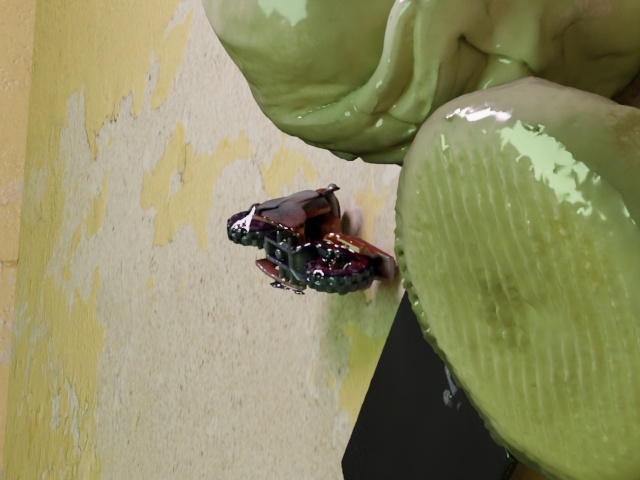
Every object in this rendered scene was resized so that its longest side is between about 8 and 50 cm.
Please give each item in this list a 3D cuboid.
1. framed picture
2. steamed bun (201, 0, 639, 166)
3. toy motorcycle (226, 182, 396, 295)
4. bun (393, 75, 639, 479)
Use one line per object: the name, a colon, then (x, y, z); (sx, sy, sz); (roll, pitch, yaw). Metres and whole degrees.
framed picture: (0.080, 0.187, 1.328); (0.244, 0.013, 0.324); (-106, 25, -42)
steamed bun: (0.081, -0.142, 1.138); (0.320, 0.275, 0.206); (12, 104, 27)
toy motorcycle: (0.000, 0.000, 1.525); (0.212, 0.118, 0.084); (29, 127, 53)
bun: (0.173, 0.021, 0.982); (0.287, 0.146, 0.287); (38, 146, 32)
